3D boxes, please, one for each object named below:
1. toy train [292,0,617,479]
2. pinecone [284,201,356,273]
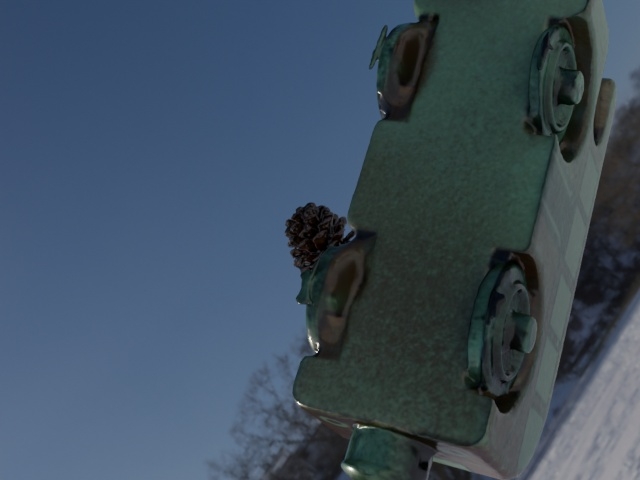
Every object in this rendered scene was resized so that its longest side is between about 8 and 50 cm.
[{"bbox_3d":[0.088,-0.006,0.536,0.159,0.129,0.326,43,-121,-54],"label":"toy train"},{"bbox_3d":[0.000,0.000,0.917,0.077,0.083,0.077,-33,-15,-10],"label":"pinecone"}]
